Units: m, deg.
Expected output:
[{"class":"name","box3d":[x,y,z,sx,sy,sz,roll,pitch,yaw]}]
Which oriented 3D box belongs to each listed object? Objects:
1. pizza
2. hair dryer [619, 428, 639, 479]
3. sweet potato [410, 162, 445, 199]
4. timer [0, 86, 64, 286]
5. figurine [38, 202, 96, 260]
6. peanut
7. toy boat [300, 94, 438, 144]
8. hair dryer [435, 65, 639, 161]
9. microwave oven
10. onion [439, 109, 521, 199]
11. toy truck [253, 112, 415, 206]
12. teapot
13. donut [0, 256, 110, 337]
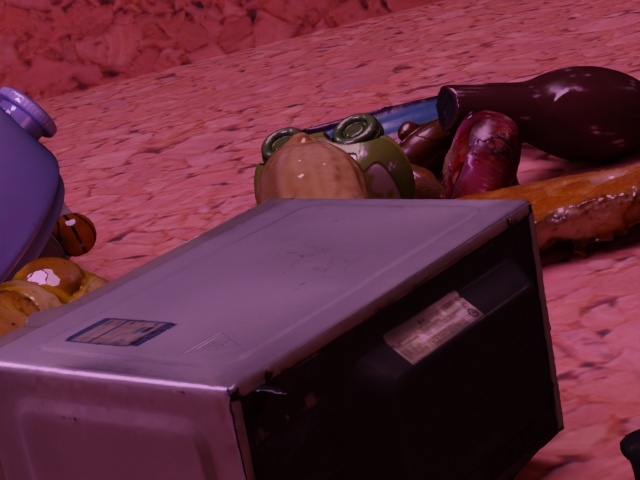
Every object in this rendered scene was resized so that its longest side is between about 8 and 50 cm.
[{"class":"pizza","box3d":[0.246,-0.025,1.669,0.365,0.074,0.182,-11,14,1]},{"class":"hair dryer","box3d":[0.402,0.092,1.130,0.303,0.120,0.359,-19,7,28]},{"class":"sweet potato","box3d":[0.072,-0.075,1.984,0.226,0.068,0.068,0,20,38]},{"class":"timer","box3d":[-0.448,-0.019,1.687,0.395,0.173,0.395,-36,26,21]},{"class":"figurine","box3d":[-0.372,0.001,1.909,0.176,0.133,0.236,-19,19,-10]},{"class":"peanut","box3d":[0.000,0.000,1.587,0.147,0.147,0.319,-13,32,-5]},{"class":"toy boat","box3d":[0.091,-0.149,2.200,0.392,0.079,0.136,-16,1,-20]},{"class":"hair dryer","box3d":[0.253,-0.159,2.040,0.312,0.123,0.340,0,-2,-20]},{"class":"microwave oven","box3d":[-0.024,0.123,1.084,0.286,0.218,0.355,2,21,37]},{"class":"onion","box3d":[0.214,-0.074,1.811,0.140,0.150,0.150,19,19,1]},{"class":"toy truck","box3d":[0.002,-0.038,1.794,0.187,0.148,0.210,2,47,30]},{"class":"teapot","box3d":[0.131,-0.127,2.054,0.129,0.078,0.098,-31,-19,-35]},{"class":"donut","box3d":[-0.210,0.128,1.259,0.208,0.128,0.261,28,24,4]}]
